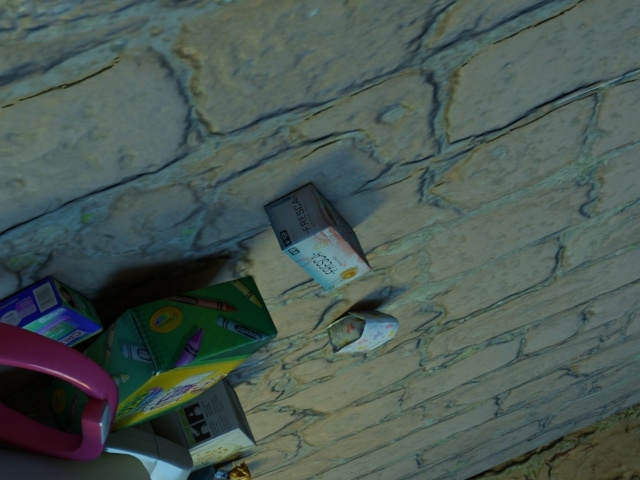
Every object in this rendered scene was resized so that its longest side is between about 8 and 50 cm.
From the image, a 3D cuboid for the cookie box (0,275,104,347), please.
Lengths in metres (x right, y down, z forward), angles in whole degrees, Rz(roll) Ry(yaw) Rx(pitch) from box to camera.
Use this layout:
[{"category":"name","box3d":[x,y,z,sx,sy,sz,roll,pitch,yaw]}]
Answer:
[{"category":"cookie box","box3d":[-0.295,0.088,1.287,0.092,0.040,0.107,-28,159,5]}]

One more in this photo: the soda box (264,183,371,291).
[{"category":"soda box","box3d":[0.000,0.000,1.366,0.063,0.058,0.183,-27,157,7]}]

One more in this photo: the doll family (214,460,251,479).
[{"category":"doll family","box3d":[-0.199,0.466,2.198,0.163,0.118,0.263,-17,140,-3]}]

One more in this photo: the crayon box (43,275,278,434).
[{"category":"crayon box","box3d":[-0.192,0.144,1.408,0.165,0.081,0.278,-15,164,-38]}]

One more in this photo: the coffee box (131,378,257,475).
[{"category":"coffee box","box3d":[-0.231,0.291,1.741,0.247,0.098,0.141,-23,158,-2]}]

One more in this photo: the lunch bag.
[{"category":"lunch bag","box3d":[0.062,0.126,1.729,0.071,0.053,0.083,0,157,-42]}]

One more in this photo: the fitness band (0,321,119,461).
[{"category":"fitness band","box3d":[-0.318,0.158,1.269,0.209,0.054,0.291,20,153,-3]}]

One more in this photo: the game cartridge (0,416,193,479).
[{"category":"game cartridge","box3d":[-0.330,0.324,1.602,0.297,0.062,0.198,12,125,-26]}]

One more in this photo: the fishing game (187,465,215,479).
[{"category":"fishing game","box3d":[-0.234,0.394,1.796,0.189,0.264,0.041,-20,121,21]}]

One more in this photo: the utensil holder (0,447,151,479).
[{"category":"utensil holder","box3d":[-0.404,0.391,1.373,0.386,0.327,0.327,5,147,-25]}]
